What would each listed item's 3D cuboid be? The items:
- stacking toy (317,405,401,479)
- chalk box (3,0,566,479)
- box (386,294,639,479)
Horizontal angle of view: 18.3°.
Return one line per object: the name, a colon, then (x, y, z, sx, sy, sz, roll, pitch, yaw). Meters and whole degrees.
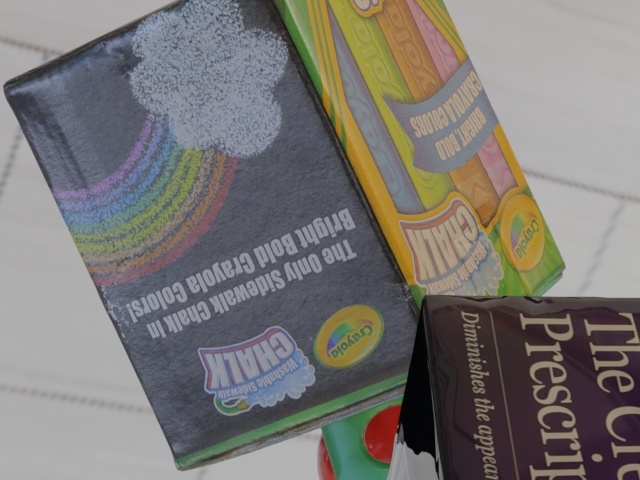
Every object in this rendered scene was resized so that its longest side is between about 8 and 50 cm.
stacking toy: (-0.008, 0.020, 1.141, 0.141, 0.330, 0.141, -24, 156, -12)
chalk box: (0.000, 0.000, 0.777, 0.132, 0.132, 0.213, -22, 95, 31)
box: (0.121, 0.138, 0.519, 0.184, 0.261, 0.103, 3, 132, -7)
